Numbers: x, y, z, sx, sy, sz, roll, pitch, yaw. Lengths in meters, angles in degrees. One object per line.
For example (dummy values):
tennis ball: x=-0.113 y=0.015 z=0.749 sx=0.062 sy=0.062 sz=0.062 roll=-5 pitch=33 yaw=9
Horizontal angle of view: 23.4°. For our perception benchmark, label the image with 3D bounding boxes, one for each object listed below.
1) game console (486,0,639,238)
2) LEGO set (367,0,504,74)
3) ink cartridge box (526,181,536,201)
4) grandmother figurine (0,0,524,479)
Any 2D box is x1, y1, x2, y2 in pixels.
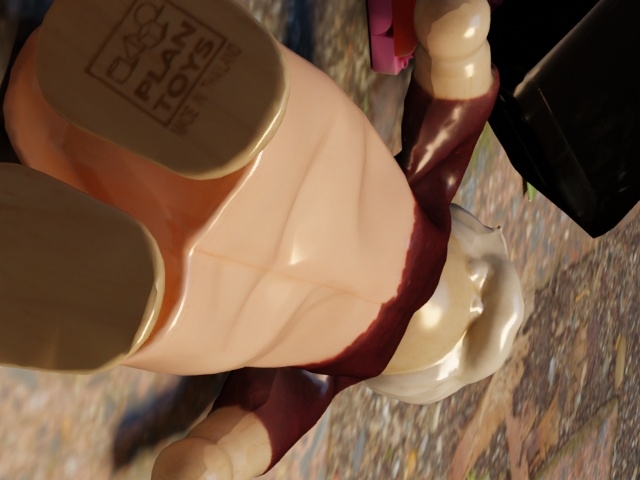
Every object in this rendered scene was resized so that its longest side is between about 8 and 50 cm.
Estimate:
game console: x=0.113 y=-0.162 z=0.572 sx=0.213 sy=0.044 sz=0.361 roll=-47 pitch=141 yaw=-5
LEGO set: x=0.074 y=-0.182 z=0.632 sx=0.087 sy=0.093 sz=0.227 roll=-53 pitch=146 yaw=-46
ink cartridge box: x=0.188 y=-0.125 z=0.966 sx=0.109 sy=0.062 sz=0.209 roll=80 pitch=31 yaw=-41
grandmother figurine: x=0.000 y=0.000 z=0.557 sx=0.208 sy=0.104 sz=0.342 roll=-50 pitch=159 yaw=3
